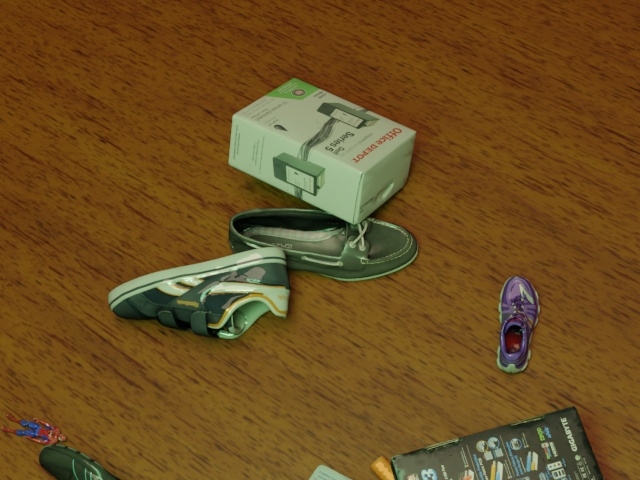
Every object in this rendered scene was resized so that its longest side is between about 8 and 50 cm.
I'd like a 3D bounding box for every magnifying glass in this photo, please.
[{"bbox_3d":[0.163,0.421,1.585,0.092,0.026,0.231,-39,62,-13],"label":"magnifying glass"}]

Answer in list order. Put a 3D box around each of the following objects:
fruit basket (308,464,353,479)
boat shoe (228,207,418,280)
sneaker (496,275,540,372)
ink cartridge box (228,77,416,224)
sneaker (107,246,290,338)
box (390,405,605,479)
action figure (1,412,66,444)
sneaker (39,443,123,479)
[{"bbox_3d":[0.041,0.518,1.416,0.327,0.165,0.353,20,52,27],"label":"fruit basket"},{"bbox_3d":[0.000,0.000,1.807,0.335,0.095,0.112,2,61,10],"label":"boat shoe"},{"bbox_3d":[0.324,0.131,1.696,0.068,0.071,0.169,2,61,10],"label":"sneaker"},{"bbox_3d":[0.005,-0.164,1.848,0.273,0.114,0.198,26,40,22],"label":"ink cartridge box"},{"bbox_3d":[-0.206,0.109,1.761,0.321,0.126,0.127,-14,75,12],"label":"sneaker"},{"bbox_3d":[0.282,0.421,1.513,0.293,0.073,0.295,-16,66,-3],"label":"box"},{"bbox_3d":[-0.479,0.320,1.743,0.115,0.030,0.038,12,58,13],"label":"action figure"},{"bbox_3d":[-0.349,0.411,1.629,0.267,0.101,0.106,25,70,22],"label":"sneaker"}]
